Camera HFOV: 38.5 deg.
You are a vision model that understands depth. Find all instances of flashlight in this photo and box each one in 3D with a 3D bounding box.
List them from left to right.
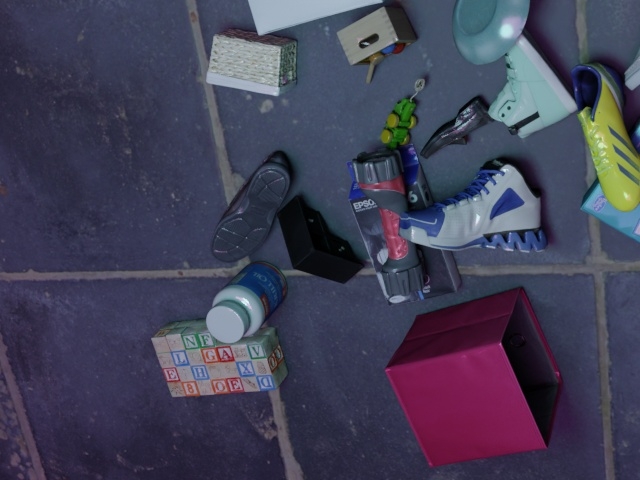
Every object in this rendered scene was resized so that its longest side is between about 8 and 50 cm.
[{"bbox_3d":[0.141,-0.033,1.877,0.103,0.103,0.303,-4,110,21],"label":"flashlight"}]

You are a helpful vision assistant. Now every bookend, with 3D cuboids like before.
[{"bbox_3d":[0.000,0.000,2.024,0.157,0.156,0.072,20,130,-40],"label":"bookend"}]

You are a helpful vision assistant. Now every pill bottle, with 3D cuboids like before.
[{"bbox_3d":[-0.169,0.143,2.075,0.124,0.221,0.124,8,115,17],"label":"pill bottle"}]

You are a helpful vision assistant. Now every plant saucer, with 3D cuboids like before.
[{"bbox_3d":[0.300,-0.424,1.687,0.195,0.038,0.194,-12,75,52],"label":"plant saucer"}]

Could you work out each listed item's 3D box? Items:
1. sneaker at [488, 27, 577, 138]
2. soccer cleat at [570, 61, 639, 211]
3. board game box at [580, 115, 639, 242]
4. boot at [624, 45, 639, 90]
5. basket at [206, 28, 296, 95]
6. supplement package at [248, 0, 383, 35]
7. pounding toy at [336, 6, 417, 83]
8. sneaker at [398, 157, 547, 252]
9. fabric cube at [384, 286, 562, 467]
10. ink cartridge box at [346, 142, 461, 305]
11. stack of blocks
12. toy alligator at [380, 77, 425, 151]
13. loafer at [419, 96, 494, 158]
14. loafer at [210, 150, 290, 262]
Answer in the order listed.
[{"bbox_3d":[0.359,-0.312,1.747,0.151,0.094,0.256,-35,99,25],"label":"sneaker"},{"bbox_3d":[0.511,-0.189,1.665,0.093,0.121,0.289,-27,64,51],"label":"soccer cleat"},{"bbox_3d":[0.707,-0.084,1.725,0.336,0.079,0.253,32,120,5],"label":"board game box"},{"bbox_3d":[0.606,-0.400,1.630,0.123,0.095,0.258,42,112,6],"label":"boot"},{"bbox_3d":[-0.140,-0.373,1.904,0.167,0.113,0.103,13,114,15],"label":"basket"},{"bbox_3d":[-0.011,-0.534,1.760,0.262,0.145,0.203,-10,109,22],"label":"supplement package"},{"bbox_3d":[0.108,-0.382,1.806,0.141,0.130,0.100,-24,90,28],"label":"pounding toy"},{"bbox_3d":[0.310,-0.075,1.826,0.316,0.127,0.182,1,98,-16],"label":"sneaker"},{"bbox_3d":[0.331,0.287,1.929,0.258,0.259,0.254,-19,105,29],"label":"fabric cube"},{"bbox_3d":[0.171,-0.028,1.964,0.166,0.065,0.332,-15,105,26],"label":"ink cartridge box"},{"bbox_3d":[-0.246,0.280,2.241,0.297,0.087,0.171,-8,109,24],"label":"stack of blocks"},{"bbox_3d":[0.163,-0.256,1.877,0.051,0.056,0.189,51,130,43],"label":"toy alligator"},{"bbox_3d":[0.273,-0.213,1.847,0.061,0.062,0.170,45,121,-8],"label":"loafer"},{"bbox_3d":[-0.151,-0.073,2.063,0.109,0.095,0.302,27,125,-15],"label":"loafer"}]
